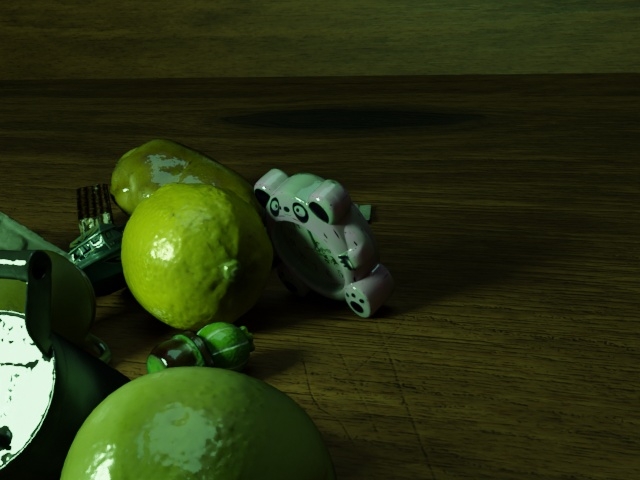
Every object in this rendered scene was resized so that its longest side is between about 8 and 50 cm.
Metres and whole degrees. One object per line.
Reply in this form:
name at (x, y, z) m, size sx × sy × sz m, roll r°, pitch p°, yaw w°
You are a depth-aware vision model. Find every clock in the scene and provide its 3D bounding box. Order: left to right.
clock at (0.000, 0.000, 1.844) m, size 0.228 × 0.247 × 0.090 m, roll 14°, pitch 48°, yaw 44°

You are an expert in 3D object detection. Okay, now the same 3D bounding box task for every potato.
potato at (-0.275, -0.100, 2.268) m, size 0.369 × 0.176 × 0.195 m, roll 21°, pitch 7°, yaw 26°

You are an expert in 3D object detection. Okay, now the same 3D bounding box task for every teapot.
teapot at (-0.433, 0.112, 1.779) m, size 0.268 × 0.185 × 0.175 m, roll 44°, pitch 27°, yaw 17°

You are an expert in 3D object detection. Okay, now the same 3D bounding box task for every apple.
apple at (-0.129, 0.277, 1.126) m, size 0.292 × 0.291 × 0.254 m, roll 1°, pitch 26°, yaw 17°

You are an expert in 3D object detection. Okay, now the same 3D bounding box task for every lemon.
lemon at (-0.211, 0.024, 1.848) m, size 0.245 × 0.245 × 0.320 m, roll -16°, pitch 19°, yaw -26°

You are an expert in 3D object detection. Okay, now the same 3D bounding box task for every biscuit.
biscuit at (-0.459, -0.034, 2.274) m, size 0.070 × 0.106 × 0.252 m, roll -10°, pitch 20°, yaw -9°

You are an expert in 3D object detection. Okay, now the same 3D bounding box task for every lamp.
lamp at (-0.335, 0.205, 1.321) m, size 0.205 × 0.373 × 0.272 m, roll 2°, pitch -5°, yaw 25°

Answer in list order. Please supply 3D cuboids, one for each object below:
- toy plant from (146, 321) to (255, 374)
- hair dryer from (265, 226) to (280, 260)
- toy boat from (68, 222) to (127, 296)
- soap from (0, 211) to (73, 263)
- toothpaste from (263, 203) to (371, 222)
toy plant at (-0.172, 0.173, 1.652) m, size 0.162 × 0.092 × 0.093 m, roll -20°, pitch 24°, yaw -33°
hair dryer at (-0.057, 0.025, 2.078) m, size 0.182 × 0.064 × 0.117 m, roll 11°, pitch 26°, yaw 27°
toy boat at (-0.375, 0.033, 1.990) m, size 0.114 × 0.122 × 0.296 m, roll -33°, pitch -4°, yaw 22°
soap at (-0.640, 0.086, 2.093) m, size 0.159 × 0.258 × 0.302 m, roll 16°, pitch 73°, yaw 44°
toothpaste at (-0.036, -0.064, 2.320) m, size 0.283 × 0.068 × 0.099 m, roll 3°, pitch 48°, yaw 4°
